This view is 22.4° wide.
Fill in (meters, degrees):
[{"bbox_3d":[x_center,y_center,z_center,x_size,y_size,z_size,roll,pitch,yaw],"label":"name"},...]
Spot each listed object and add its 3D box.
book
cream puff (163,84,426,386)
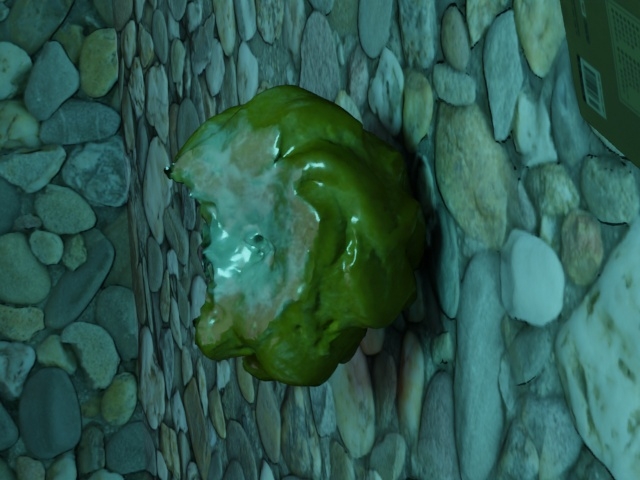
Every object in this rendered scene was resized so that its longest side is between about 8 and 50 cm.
[{"bbox_3d":[0.255,-0.118,1.191,0.310,0.021,0.217,-125,15,-54],"label":"book"},{"bbox_3d":[0.004,-0.007,1.765,0.274,0.270,0.323,-4,92,36],"label":"cream puff"}]
